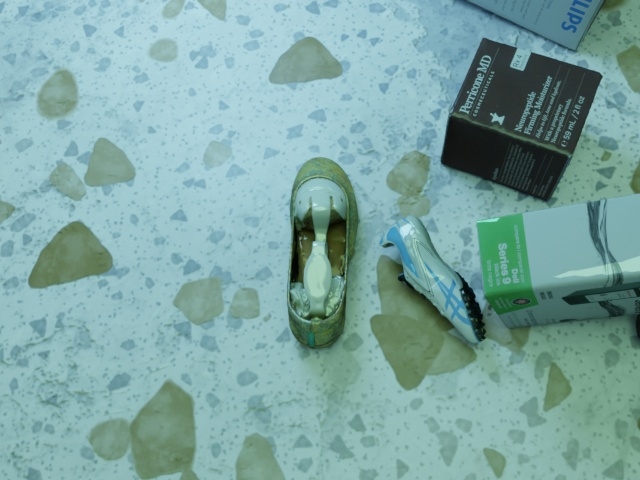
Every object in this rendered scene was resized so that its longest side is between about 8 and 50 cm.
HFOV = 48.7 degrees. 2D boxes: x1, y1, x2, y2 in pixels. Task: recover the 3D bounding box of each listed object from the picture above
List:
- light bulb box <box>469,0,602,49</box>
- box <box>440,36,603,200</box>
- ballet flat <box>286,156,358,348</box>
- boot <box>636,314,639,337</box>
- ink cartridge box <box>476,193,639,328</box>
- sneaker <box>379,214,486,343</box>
[{"bbox_3d":[0.410,-0.612,1.296,0.360,0.225,0.358,29,74,10],"label":"light bulb box"},{"bbox_3d":[0.330,-0.200,1.186,0.203,0.167,0.169,21,72,13],"label":"box"},{"bbox_3d":[0.000,0.000,1.165,0.123,0.123,0.349,1,69,5],"label":"ballet flat"},{"bbox_3d":[0.508,0.053,1.139,0.106,0.082,0.219,9,76,34],"label":"boot"},{"bbox_3d":[0.393,0.034,1.025,0.289,0.211,0.122,-10,67,22],"label":"ink cartridge box"},{"bbox_3d":[0.184,0.070,1.149,0.086,0.085,0.237,-39,72,18],"label":"sneaker"}]
